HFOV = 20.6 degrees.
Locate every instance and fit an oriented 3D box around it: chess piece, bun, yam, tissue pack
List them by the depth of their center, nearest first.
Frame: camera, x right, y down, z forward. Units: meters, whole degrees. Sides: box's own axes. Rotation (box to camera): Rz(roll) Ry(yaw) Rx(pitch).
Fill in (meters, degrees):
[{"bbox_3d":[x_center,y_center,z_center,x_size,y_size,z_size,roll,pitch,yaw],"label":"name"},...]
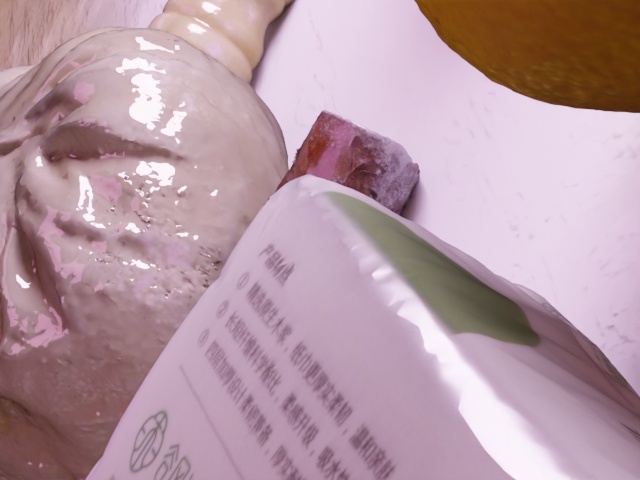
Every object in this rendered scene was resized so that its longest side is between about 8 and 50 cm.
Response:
[{"bbox_3d":[0.038,0.167,0.662,0.266,0.194,0.356,-57,26,10],"label":"tissue pack"},{"bbox_3d":[0.001,0.000,1.036,0.141,0.079,0.079,-64,25,2],"label":"yam"},{"bbox_3d":[-0.175,0.011,1.208,0.360,0.211,0.359,-43,33,37],"label":"bun"},{"bbox_3d":[-0.047,-0.210,1.331,0.200,0.090,0.090,-59,23,-13],"label":"chess piece"}]

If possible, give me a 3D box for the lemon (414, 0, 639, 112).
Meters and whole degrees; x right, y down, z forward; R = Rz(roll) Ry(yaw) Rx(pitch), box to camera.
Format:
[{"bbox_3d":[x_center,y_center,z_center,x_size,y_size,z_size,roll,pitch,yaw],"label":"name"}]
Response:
[{"bbox_3d":[0.136,-0.163,0.734,0.253,0.228,0.228,-35,38,53],"label":"lemon"}]
